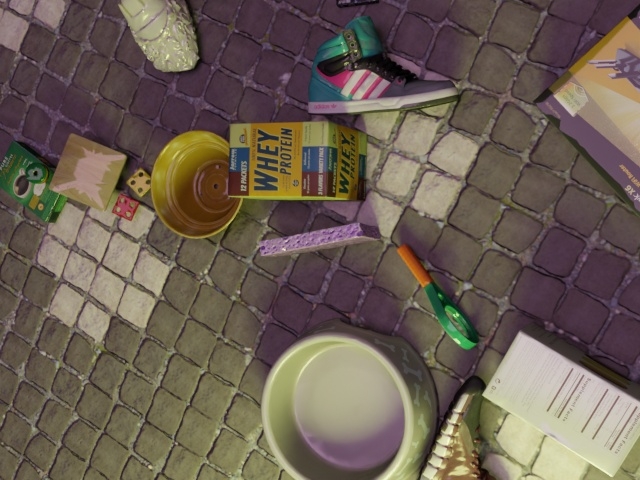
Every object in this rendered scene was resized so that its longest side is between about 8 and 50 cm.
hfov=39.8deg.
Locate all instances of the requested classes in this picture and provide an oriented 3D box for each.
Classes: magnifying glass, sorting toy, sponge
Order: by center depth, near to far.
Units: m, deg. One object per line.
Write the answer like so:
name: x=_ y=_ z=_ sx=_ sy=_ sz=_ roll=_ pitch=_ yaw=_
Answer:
magnifying glass: x=0.212 y=0.102 z=1.621 sx=0.026 sy=0.092 sz=0.231 roll=-42 pitch=65 yaw=22
sponge: x=0.000 y=0.000 z=1.684 sx=0.210 sy=0.117 sz=0.031 roll=-11 pitch=84 yaw=22
sorting toy: x=-0.491 y=-0.143 z=1.917 sx=0.275 sy=0.046 sz=0.132 roll=22 pitch=91 yaw=4

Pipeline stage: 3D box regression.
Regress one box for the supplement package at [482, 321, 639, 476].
supplement package: x=0.424 y=0.262 z=1.495 sx=0.244 sy=0.139 sz=0.133 roll=31 pitch=103 yaw=19

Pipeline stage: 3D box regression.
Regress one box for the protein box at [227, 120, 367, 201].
protein box: x=-0.039 y=-0.144 z=1.655 sx=0.200 sy=0.201 sz=0.135 roll=2 pitch=91 yaw=23

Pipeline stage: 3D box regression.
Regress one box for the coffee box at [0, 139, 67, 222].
coffee box: x=-0.649 y=-0.134 z=1.999 sx=0.184 sy=0.040 sz=0.113 roll=33 pitch=102 yaw=19

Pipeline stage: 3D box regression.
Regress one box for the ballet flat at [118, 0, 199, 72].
ballet flat: x=-0.381 y=-0.532 z=1.836 sx=0.147 sy=0.147 sz=0.408 roll=-24 pitch=81 yaw=21

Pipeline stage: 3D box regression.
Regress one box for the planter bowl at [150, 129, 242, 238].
planter bowl: x=-0.231 y=-0.112 z=1.796 sx=0.217 sy=0.090 sz=0.217 roll=0 pitch=89 yaw=22

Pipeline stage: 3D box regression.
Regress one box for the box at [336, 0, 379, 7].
box: x=0.071 y=-0.489 z=1.706 sx=0.083 sy=0.018 sz=0.067 roll=0 pitch=90 yaw=23

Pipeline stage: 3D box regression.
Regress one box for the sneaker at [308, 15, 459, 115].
sneaker: x=0.110 y=-0.327 z=1.641 sx=0.296 sy=0.124 sz=0.178 roll=1 pitch=100 yaw=24

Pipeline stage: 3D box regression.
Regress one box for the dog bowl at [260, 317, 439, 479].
dog bowl: x=0.043 y=0.322 z=1.677 sx=0.349 sy=0.102 sz=0.348 roll=0 pitch=89 yaw=23

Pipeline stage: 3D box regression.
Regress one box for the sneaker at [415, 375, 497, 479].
sneaker: x=0.280 y=0.391 z=1.590 sx=0.163 sy=0.106 sz=0.281 roll=24 pitch=104 yaw=10

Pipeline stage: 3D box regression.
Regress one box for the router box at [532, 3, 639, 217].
router box: x=0.550 y=-0.201 z=1.471 sx=0.243 sy=0.081 sz=0.308 roll=-44 pitch=74 yaw=17
